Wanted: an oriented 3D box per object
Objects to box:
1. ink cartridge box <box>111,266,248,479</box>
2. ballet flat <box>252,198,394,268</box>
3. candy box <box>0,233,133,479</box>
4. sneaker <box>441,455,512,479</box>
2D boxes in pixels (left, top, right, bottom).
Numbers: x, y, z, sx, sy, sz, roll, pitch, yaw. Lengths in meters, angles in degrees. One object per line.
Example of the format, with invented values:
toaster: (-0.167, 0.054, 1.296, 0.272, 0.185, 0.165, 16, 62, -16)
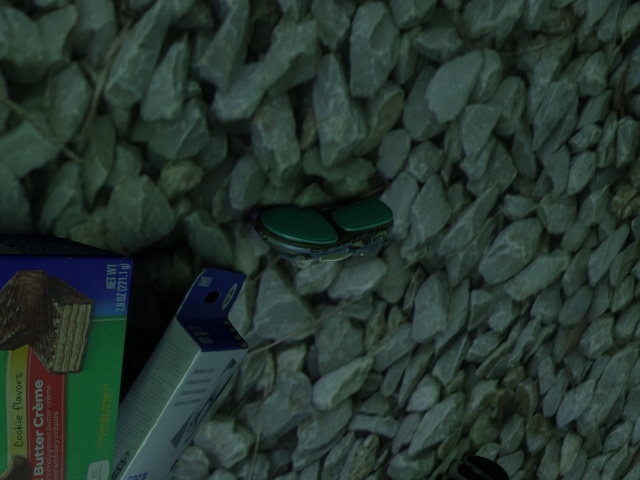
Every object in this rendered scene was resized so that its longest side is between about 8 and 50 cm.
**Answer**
ink cartridge box: (-0.129, 0.134, 1.312, 0.224, 0.045, 0.223, -60, 172, 2)
ballet flat: (0.000, 0.000, 1.433, 0.188, 0.070, 0.070, -5, 118, -42)
candy box: (-0.311, 0.132, 1.084, 0.317, 0.122, 0.268, 0, 98, -47)
sneaker: (0.141, 0.411, 1.832, 0.292, 0.110, 0.118, -33, 144, -28)
